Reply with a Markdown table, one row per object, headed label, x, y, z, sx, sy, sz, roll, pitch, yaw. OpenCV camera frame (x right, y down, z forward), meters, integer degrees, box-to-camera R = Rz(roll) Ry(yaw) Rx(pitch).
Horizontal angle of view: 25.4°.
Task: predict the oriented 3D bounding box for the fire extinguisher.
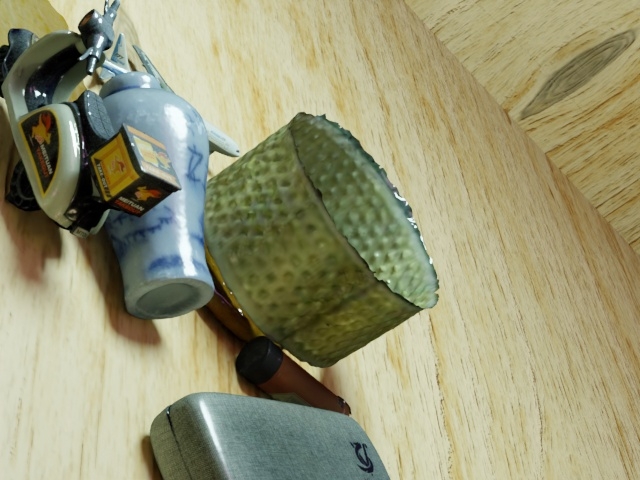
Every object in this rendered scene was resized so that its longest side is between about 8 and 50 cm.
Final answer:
| label | x | y | z | sx | sy | sz | roll | pitch | yaw |
| --- | --- | --- | --- | --- | --- | --- | --- | --- | --- |
| fire extinguisher | -0.016 | 0.168 | 1.539 | 0.177 | 0.050 | 0.062 | 43 | 11 | -31 |

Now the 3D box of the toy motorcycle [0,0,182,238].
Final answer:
| label | x | y | z | sx | sy | sz | roll | pitch | yaw |
| --- | --- | --- | --- | --- | --- | --- | --- | --- | --- |
| toy motorcycle | -0.239 | -0.121 | 1.360 | 0.091 | 0.157 | 0.263 | 28 | 33 | -54 |

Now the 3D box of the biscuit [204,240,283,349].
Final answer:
| label | x | y | z | sx | sy | sz | roll | pitch | yaw |
| --- | --- | --- | --- | --- | --- | --- | --- | --- | --- |
| biscuit | -0.097 | 0.036 | 1.596 | 0.212 | 0.036 | 0.212 | 45 | 22 | -24 |

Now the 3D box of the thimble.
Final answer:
| label | x | y | z | sx | sy | sz | roll | pitch | yaw |
| --- | --- | --- | --- | --- | --- | --- | --- | --- | --- |
| thimble | 0.000 | 0.000 | 1.600 | 0.271 | 0.150 | 0.270 | 47 | 21 | -24 |

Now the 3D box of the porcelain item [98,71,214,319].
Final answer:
| label | x | y | z | sx | sy | sz | roll | pitch | yaw |
| --- | --- | --- | --- | --- | --- | --- | --- | --- | --- |
| porcelain item | -0.173 | -0.052 | 1.431 | 0.141 | 0.141 | 0.259 | 28 | 39 | -51 |

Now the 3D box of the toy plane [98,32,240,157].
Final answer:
| label | x | y | z | sx | sy | sz | roll | pitch | yaw |
| --- | --- | --- | --- | --- | --- | --- | --- | --- | --- |
| toy plane | -0.183 | -0.158 | 1.699 | 0.226 | 0.058 | 0.226 | 44 | 17 | -34 |

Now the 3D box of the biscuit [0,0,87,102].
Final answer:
| label | x | y | z | sx | sy | sz | roll | pitch | yaw |
| --- | --- | --- | --- | --- | --- | --- | --- | --- | --- |
| biscuit | -0.343 | -0.242 | 1.542 | 0.232 | 0.013 | 0.236 | 30 | 31 | -47 |

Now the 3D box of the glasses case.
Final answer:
| label | x | y | z | sx | sy | sz | roll | pitch | yaw |
| --- | --- | --- | --- | --- | --- | --- | --- | --- | --- |
| glasses case | -0.035 | 0.222 | 1.362 | 0.323 | 0.074 | 0.131 | 21 | 39 | -58 |
